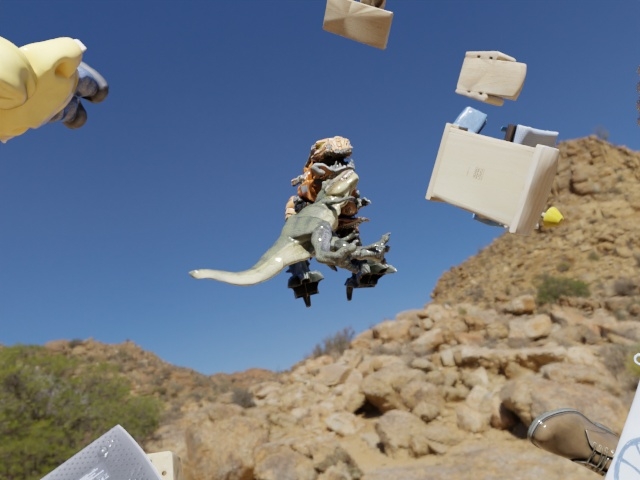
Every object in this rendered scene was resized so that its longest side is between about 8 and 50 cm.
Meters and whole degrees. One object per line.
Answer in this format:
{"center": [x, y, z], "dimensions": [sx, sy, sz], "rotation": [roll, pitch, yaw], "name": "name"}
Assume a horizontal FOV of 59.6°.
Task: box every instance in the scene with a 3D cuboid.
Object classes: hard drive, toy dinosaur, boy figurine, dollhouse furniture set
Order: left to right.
{"center": [-0.391, -0.202, 0.749], "dimensions": [0.177, 0.092, 0.285], "rotation": [-47, 5, 8], "name": "boy figurine"}
{"center": [-0.276, 0.361, 0.712], "dimensions": [0.172, 0.054, 0.254], "rotation": [-34, 34, -25], "name": "hard drive"}
{"center": [0.000, 0.000, 0.574], "dimensions": [0.118, 0.064, 0.268], "rotation": [15, 30, 24], "name": "toy dinosaur"}
{"center": [0.010, -0.022, 0.896], "dimensions": [0.164, 0.219, 0.322], "rotation": [-17, -25, 0], "name": "toy dinosaur"}
{"center": [0.108, -0.417, 0.940], "dimensions": [0.151, 0.123, 0.144], "rotation": [-29, -40, -47], "name": "dollhouse furniture set"}
{"center": [0.384, -0.144, 0.972], "dimensions": [0.303, 0.287, 0.198], "rotation": [3, 18, -36], "name": "dollhouse furniture set"}

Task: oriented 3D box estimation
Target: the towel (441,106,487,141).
{"center": [0.352, -0.269, 1.371], "dimensions": [0.119, 0.067, 0.029], "rotation": [-52, -20, -10], "name": "towel"}

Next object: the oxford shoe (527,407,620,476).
{"center": [0.450, 0.344, 0.942], "dimensions": [0.227, 0.083, 0.096], "rotation": [18, 11, -21], "name": "oxford shoe"}

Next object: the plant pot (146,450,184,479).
{"center": [-0.288, 0.419, 0.957], "dimensions": [0.109, 0.109, 0.096], "rotation": [-3, -40, -16], "name": "plant pot"}

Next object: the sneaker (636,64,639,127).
{"center": [0.378, -0.187, 0.551], "dimensions": [0.094, 0.235, 0.090], "rotation": [-2, 26, 6], "name": "sneaker"}

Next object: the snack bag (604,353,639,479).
{"center": [0.408, 0.177, 0.498], "dimensions": [0.037, 0.343, 0.323], "rotation": [15, 3, -14], "name": "snack bag"}
